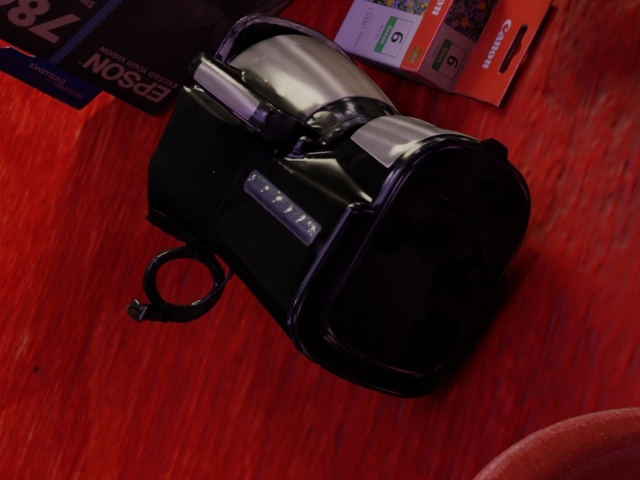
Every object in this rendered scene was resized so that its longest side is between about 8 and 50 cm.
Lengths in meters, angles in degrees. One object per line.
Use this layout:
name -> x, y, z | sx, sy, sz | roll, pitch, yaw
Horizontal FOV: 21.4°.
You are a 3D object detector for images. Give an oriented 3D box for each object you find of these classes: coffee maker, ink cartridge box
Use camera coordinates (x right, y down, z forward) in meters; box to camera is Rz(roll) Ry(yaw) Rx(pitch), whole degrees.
coffee maker -> 0.000, 0.000, 0.808 | 0.178, 0.120, 0.171 | 43, 127, 53
ink cartridge box -> 0.059, -0.110, 0.853 | 0.115, 0.029, 0.063 | 26, 90, 53
ink cartridge box -> -0.095, -0.174, 0.961 | 0.333, 0.165, 0.065 | -36, 46, 32

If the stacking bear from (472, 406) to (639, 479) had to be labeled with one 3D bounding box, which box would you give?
stacking bear -> 0.075, 0.206, 0.531 | 0.175, 0.164, 0.289 | 37, 123, 15
